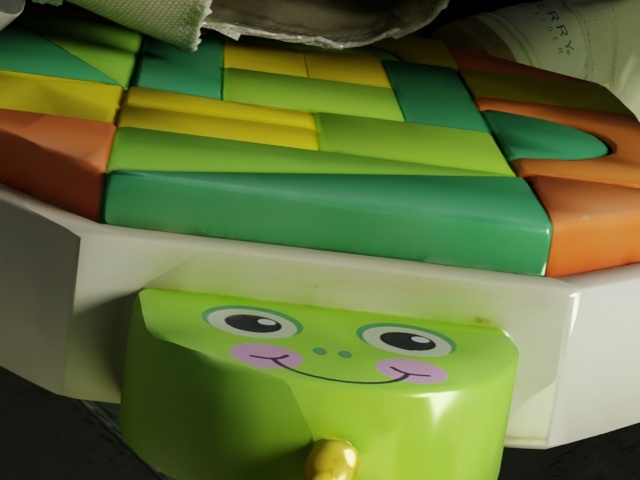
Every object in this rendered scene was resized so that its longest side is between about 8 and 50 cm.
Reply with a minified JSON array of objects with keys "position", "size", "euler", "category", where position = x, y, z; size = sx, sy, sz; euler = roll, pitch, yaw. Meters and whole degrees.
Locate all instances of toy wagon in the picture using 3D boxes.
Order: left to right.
[{"position":[0.000,0.000,0.520],"size":[0.267,0.344,0.068],"euler":[7,104,-4],"category":"toy wagon"}]

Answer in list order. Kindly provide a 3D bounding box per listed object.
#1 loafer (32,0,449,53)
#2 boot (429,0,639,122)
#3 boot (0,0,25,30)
[{"position":[-0.054,-0.106,0.539],"size":[0.268,0.092,0.102],"euler":[-3,137,-43],"category":"loafer"},{"position":[0.118,-0.033,0.837],"size":[0.165,0.077,0.213],"euler":[-25,146,-22],"category":"boot"},{"position":[-0.194,-0.044,0.432],"size":[0.208,0.189,0.076],"euler":[-37,-170,14],"category":"boot"}]
